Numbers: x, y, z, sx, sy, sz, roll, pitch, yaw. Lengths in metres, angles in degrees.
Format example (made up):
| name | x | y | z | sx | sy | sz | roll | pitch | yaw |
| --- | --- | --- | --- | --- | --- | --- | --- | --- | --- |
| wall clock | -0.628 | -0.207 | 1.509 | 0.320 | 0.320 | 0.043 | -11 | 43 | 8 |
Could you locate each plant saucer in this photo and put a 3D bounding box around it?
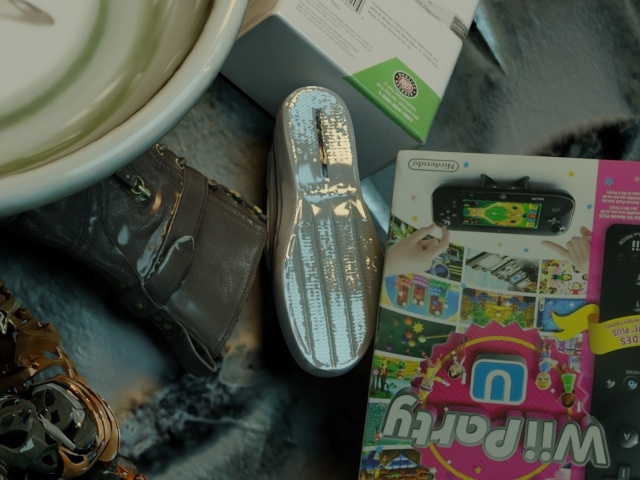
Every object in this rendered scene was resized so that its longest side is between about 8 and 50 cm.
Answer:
| name | x | y | z | sx | sy | sz | roll | pitch | yaw |
| --- | --- | --- | --- | --- | --- | --- | --- | --- | --- |
| plant saucer | -0.243 | -0.171 | 1.134 | 0.400 | 0.100 | 0.401 | 3 | 62 | -5 |

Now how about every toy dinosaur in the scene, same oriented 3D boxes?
| name | x | y | z | sx | sy | sz | roll | pitch | yaw |
| --- | --- | --- | --- | --- | --- | --- | --- | --- | --- |
| toy dinosaur | -0.192 | 0.144 | 1.084 | 0.322 | 0.164 | 0.218 | 51 | 28 | 18 |

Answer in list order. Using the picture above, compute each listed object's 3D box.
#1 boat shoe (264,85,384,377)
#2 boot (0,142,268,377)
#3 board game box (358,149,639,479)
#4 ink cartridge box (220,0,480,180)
| name | x | y | z | sx | sy | sz | roll | pitch | yaw |
| --- | --- | --- | --- | --- | --- | --- | --- | --- | --- |
| boat shoe | 0.000 | 0.000 | 1.331 | 0.083 | 0.076 | 0.226 | 6 | 66 | -14 |
| boot | -0.129 | -0.058 | 1.260 | 0.229 | 0.091 | 0.263 | 32 | 55 | -31 |
| board game box | 0.153 | 0.097 | 1.266 | 0.097 | 0.224 | 0.303 | 50 | 45 | -69 |
| ink cartridge box | 0.031 | -0.183 | 1.438 | 0.160 | 0.092 | 0.219 | 40 | 48 | -19 |
